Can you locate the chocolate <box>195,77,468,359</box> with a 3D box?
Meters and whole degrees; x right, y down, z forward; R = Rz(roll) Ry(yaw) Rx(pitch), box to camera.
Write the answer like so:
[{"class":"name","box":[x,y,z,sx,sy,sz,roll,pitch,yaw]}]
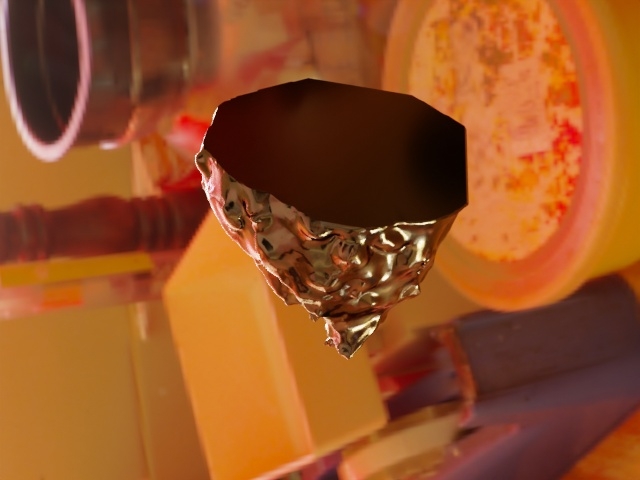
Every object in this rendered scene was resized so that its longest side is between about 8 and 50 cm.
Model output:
[{"class":"chocolate","box":[0.000,0.000,1.001,0.224,0.206,0.177,-81,1,-58]}]
